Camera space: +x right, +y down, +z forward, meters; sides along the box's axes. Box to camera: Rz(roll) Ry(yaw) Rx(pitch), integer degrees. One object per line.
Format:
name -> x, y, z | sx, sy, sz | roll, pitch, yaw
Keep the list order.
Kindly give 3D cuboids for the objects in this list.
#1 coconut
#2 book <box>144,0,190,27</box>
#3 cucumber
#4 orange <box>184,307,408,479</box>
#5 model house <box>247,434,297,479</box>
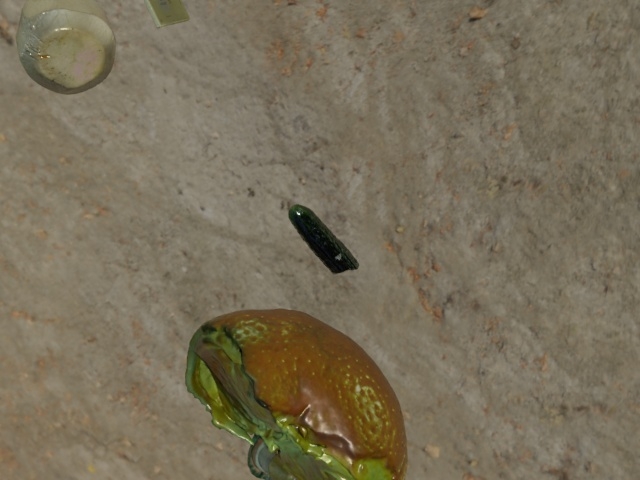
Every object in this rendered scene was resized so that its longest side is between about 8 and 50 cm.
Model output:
coconut -> -0.597, -0.466, 1.488 | 0.241, 0.241, 0.241 | 15, 123, 24
book -> -0.303, -0.460, 1.242 | 0.014, 0.111, 0.077 | -17, 108, 27
cucumber -> 0.001, 0.000, 1.595 | 0.074, 0.074, 0.241 | -22, 120, 38
orange -> -0.030, 0.219, 0.851 | 0.334, 0.196, 0.263 | 34, 137, -2
model house -> 0.020, 0.455, 1.308 | 0.267, 0.194, 0.325 | 25, 167, -18
